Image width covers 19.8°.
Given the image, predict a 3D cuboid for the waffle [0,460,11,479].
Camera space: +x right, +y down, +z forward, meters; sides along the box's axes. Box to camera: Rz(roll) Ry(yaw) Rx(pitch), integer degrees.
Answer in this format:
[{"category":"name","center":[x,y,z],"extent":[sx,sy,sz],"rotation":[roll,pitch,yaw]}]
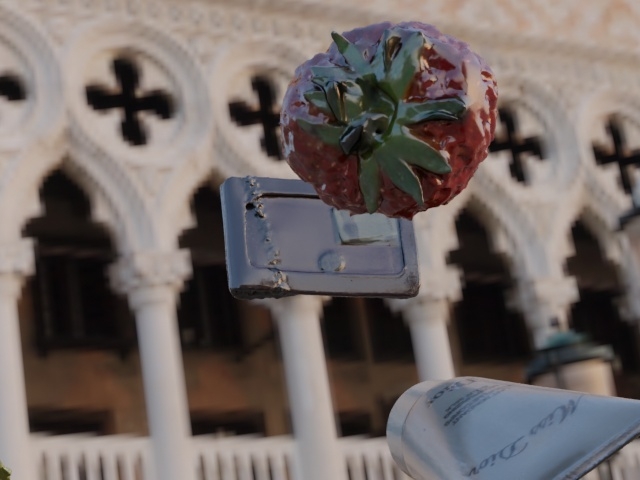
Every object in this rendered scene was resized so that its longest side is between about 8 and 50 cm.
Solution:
[{"category":"waffle","center":[-0.046,0.105,0.358],"extent":[0.036,0.169,0.183],"rotation":[-42,-34,10]}]

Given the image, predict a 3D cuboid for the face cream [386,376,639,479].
[{"category":"face cream","center":[0.124,0.143,1.239],"extent":[0.143,0.089,0.314],"rotation":[-32,8,-12]}]

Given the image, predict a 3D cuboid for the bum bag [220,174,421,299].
[{"category":"bum bag","center":[0.000,0.000,1.470],"extent":[0.159,0.109,0.026],"rotation":[3,-32,-13]}]

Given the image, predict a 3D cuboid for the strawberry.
[{"category":"strawberry","center":[0.040,-0.067,1.094],"extent":[0.131,0.131,0.148],"rotation":[-9,-18,0]}]
